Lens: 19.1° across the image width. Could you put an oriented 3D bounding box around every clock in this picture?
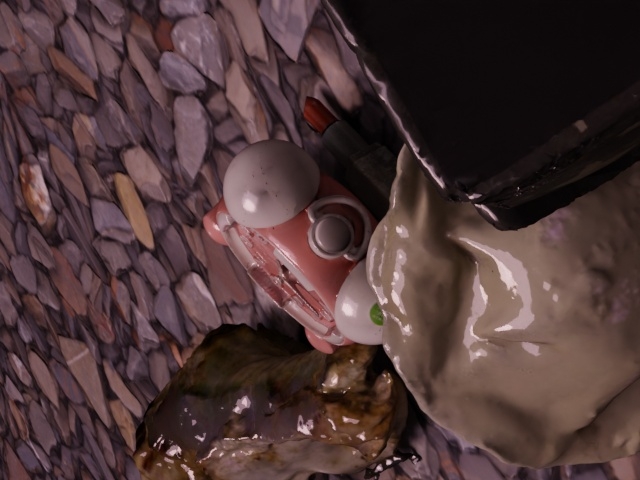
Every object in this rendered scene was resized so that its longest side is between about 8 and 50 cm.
[{"bbox_3d":[0.000,0.000,1.327,0.166,0.093,0.162,47,170,-3],"label":"clock"}]

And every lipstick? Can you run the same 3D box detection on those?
[{"bbox_3d":[0.027,-0.058,1.332,0.129,0.030,0.030,47,151,26],"label":"lipstick"}]

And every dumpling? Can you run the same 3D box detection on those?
[{"bbox_3d":[0.119,0.018,1.061,0.147,0.193,0.258,14,131,61],"label":"dumpling"}]

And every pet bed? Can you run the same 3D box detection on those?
[{"bbox_3d":[0.104,-0.133,0.957,0.211,0.183,0.159,58,-165,11],"label":"pet bed"}]

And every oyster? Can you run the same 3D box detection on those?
[{"bbox_3d":[-0.040,0.158,1.538,0.337,0.133,0.197,-15,76,48],"label":"oyster"}]
